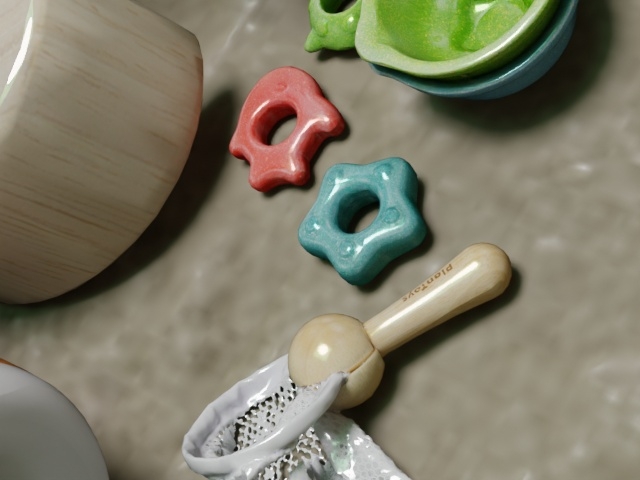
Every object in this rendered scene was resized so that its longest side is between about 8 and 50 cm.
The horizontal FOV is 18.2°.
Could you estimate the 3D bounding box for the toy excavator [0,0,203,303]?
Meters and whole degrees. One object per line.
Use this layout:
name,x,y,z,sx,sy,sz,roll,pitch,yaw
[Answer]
toy excavator,-0.085,-0.255,0.730,0.445,0.222,0.433,-52,49,14

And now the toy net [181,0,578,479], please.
toy net,0.000,0.000,0.601,0.122,0.045,0.232,9,69,35

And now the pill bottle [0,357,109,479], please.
pill bottle,-0.177,0.068,0.622,0.216,0.121,0.121,19,75,38
